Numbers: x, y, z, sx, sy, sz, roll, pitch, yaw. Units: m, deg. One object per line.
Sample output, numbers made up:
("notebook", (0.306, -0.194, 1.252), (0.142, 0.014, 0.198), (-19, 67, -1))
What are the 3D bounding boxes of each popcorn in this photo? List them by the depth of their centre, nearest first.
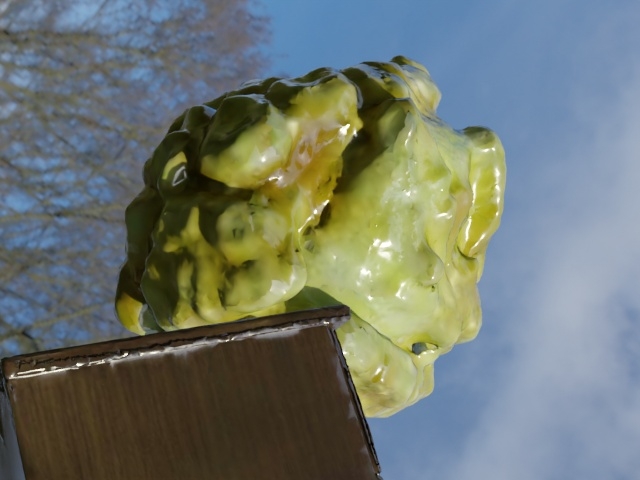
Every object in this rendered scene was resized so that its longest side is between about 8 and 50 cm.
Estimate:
("popcorn", (0.005, 0.000, 0.825), (0.274, 0.335, 0.279), (-27, -105, 32))

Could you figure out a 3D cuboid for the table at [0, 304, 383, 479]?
("table", (-0.062, 0.159, 0.513), (0.169, 0.172, 0.193), (-45, -122, 53))
